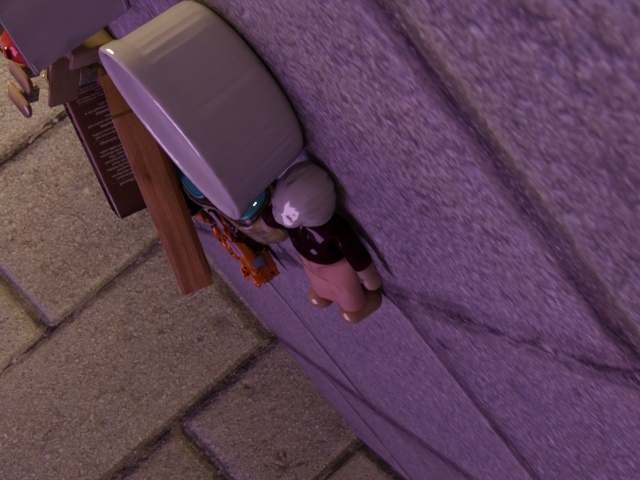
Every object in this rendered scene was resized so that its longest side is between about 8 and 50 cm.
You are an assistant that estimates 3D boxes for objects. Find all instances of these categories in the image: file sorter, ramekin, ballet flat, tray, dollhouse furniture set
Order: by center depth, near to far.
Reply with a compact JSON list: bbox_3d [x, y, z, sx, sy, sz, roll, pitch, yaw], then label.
[{"bbox_3d":[-0.146,-0.173,1.182,0.277,0.135,0.277,48,171,10],"label":"ramekin"},{"bbox_3d":[-0.434,-0.418,1.389,0.173,0.193,0.278,51,170,6],"label":"file sorter"},{"bbox_3d":[-0.154,-0.088,1.638,0.348,0.123,0.123,38,165,50],"label":"ballet flat"},{"bbox_3d":[-0.313,-0.114,1.771,0.203,0.076,0.411,-120,11,-52],"label":"tray"},{"bbox_3d":[-0.541,-0.375,1.987,0.161,0.212,0.242,48,143,20],"label":"dollhouse furniture set"}]

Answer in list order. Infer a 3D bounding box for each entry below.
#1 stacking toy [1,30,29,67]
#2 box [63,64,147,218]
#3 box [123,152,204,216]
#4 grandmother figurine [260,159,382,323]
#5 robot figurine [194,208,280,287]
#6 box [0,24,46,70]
[{"bbox_3d":[-0.572,-0.414,1.697,0.279,0.130,0.309,12,179,34],"label":"stacking toy"},{"bbox_3d":[-0.555,-0.262,2.403,0.191,0.143,0.381,27,139,68],"label":"box"},{"bbox_3d":[-0.316,-0.157,2.001,0.207,0.108,0.153,48,163,-9],"label":"box"},{"bbox_3d":[0.000,0.000,1.326,0.208,0.104,0.342,17,155,18],"label":"grandmother figurine"},{"bbox_3d":[-0.219,-0.024,2.210,0.291,0.085,0.211,53,169,-18],"label":"robot figurine"},{"bbox_3d":[-0.764,-0.535,2.368,0.184,0.103,0.261,42,-170,14],"label":"box"}]
